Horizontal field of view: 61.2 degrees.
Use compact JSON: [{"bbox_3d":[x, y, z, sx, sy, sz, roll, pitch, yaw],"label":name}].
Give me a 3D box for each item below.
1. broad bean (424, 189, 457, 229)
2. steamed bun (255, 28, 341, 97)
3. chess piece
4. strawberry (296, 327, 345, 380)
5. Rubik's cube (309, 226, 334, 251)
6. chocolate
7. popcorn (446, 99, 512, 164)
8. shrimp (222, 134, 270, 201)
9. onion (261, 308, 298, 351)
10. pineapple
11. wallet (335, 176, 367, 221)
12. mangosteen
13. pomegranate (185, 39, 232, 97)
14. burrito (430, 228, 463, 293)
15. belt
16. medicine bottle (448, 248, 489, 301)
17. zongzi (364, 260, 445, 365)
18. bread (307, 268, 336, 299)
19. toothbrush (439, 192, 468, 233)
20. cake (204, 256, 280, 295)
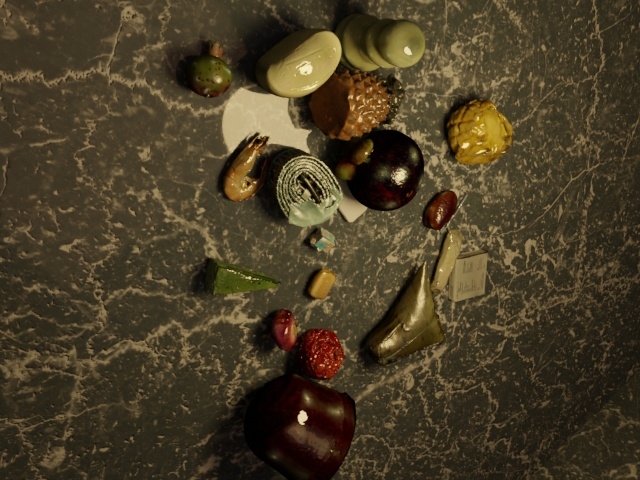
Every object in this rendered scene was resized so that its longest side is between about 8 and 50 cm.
[{"bbox_3d":[0.466,-0.117,2.073,0.165,0.084,0.114,-47,138,-13],"label":"broad bean"},{"bbox_3d":[-0.060,-0.512,1.593,0.250,0.200,0.155,-40,122,-7],"label":"steamed bun"},{"bbox_3d":[0.186,-0.591,1.618,0.182,0.330,0.182,-9,112,-24],"label":"chess piece"},{"bbox_3d":[-0.003,0.422,1.945,0.184,0.201,0.187,32,107,-7],"label":"strawberry"},{"bbox_3d":[0.002,0.002,1.877,0.075,0.084,0.073,40,114,-16],"label":"Rubik's cube"},{"bbox_3d":[-0.103,0.646,1.906,0.331,0.383,0.384,32,91,-16],"label":"chocolate"},{"bbox_3d":[0.572,-0.387,1.974,0.250,0.190,0.250,-6,109,-18],"label":"popcorn"},{"bbox_3d":[-0.215,-0.223,1.696,0.133,0.053,0.236,29,95,-30],"label":"shrimp"},{"bbox_3d":[-0.149,0.318,1.888,0.140,0.150,0.150,-10,116,15],"label":"onion"},{"bbox_3d":[0.154,-0.439,1.733,0.357,0.223,0.223,-18,116,-40],"label":"pineapple"},{"bbox_3d":[0.087,-0.154,1.890,0.095,0.033,0.190,-43,122,-10],"label":"wallet"},{"bbox_3d":[0.198,-0.235,1.777,0.288,0.288,0.288,-9,111,-25],"label":"mangosteen"},{"bbox_3d":[-0.318,-0.478,1.529,0.129,0.159,0.129,-9,153,-5],"label":"pomegranate"},{"bbox_3d":[0.499,0.089,2.169,0.082,0.059,0.275,15,101,-22],"label":"burrito"},{"bbox_3d":[-0.056,-0.165,1.743,0.207,0.150,0.257,-34,118,-4],"label":"belt"},{"bbox_3d":[0.616,0.146,2.255,0.171,0.052,0.201,-12,112,-24],"label":"medicine bottle"},{"bbox_3d":[0.309,0.282,2.076,0.323,0.160,0.360,-20,115,-22],"label":"zongzi"},{"bbox_3d":[0.002,0.153,1.935,0.082,0.056,0.115,18,105,-31],"label":"bread"},{"bbox_3d":[0.531,-0.109,2.147,0.019,0.013,0.193,36,89,-23],"label":"toothbrush"},{"bbox_3d":[-0.259,0.138,1.769,0.235,0.100,0.099,18,100,-31],"label":"cake"}]
